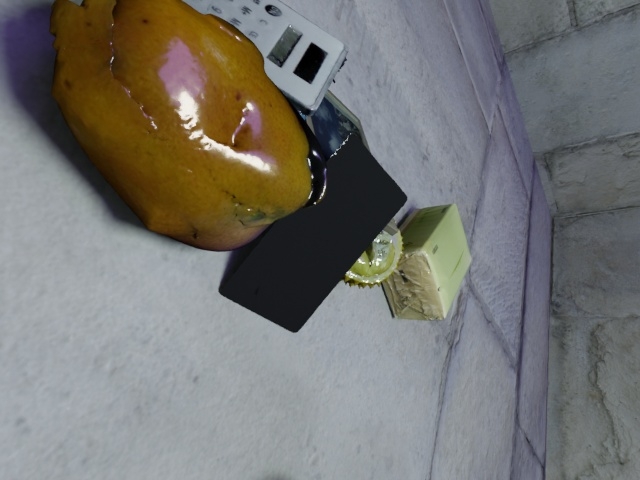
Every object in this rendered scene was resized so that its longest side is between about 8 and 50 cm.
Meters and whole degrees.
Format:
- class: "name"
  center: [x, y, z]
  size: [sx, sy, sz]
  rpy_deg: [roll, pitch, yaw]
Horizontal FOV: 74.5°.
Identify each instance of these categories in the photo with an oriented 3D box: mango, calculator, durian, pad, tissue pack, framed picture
- class: "mango"
  center: [-0.128, -0.108, 0.423]
  size: [0.287, 0.153, 0.201]
  rpy_deg: [53, 54, -30]
- class: "calculator"
  center: [-0.092, -0.261, 0.508]
  size: [0.262, 0.021, 0.161]
  rpy_deg: [29, 54, -11]
- class: "durian"
  center: [0.034, 0.002, 0.684]
  size: [0.208, 0.102, 0.146]
  rpy_deg: [32, 54, -18]
- class: "pad"
  center: [0.000, 0.000, 0.576]
  size: [0.265, 0.009, 0.159]
  rpy_deg: [-50, 132, 0]
- class: "tissue pack"
  center: [0.227, 0.042, 0.895]
  size: [0.234, 0.125, 0.159]
  rpy_deg: [-41, 116, -48]
- class: "framed picture"
  center: [0.032, -0.155, 0.679]
  size: [0.209, 0.019, 0.281]
  rpy_deg: [28, 40, -46]

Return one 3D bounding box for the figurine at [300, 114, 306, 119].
- class: "figurine"
  center: [-0.091, -0.215, 0.557]
  size: [0.145, 0.114, 0.178]
  rpy_deg: [1, 70, -30]
